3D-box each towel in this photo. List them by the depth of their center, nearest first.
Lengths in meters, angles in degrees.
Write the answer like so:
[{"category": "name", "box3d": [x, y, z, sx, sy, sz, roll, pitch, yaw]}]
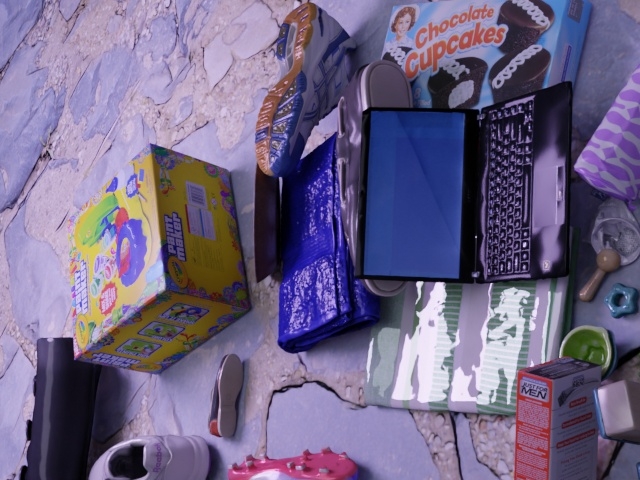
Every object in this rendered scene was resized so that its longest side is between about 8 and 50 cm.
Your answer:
[{"category": "towel", "box3d": [0.187, 0.102, 1.342, 0.325, 0.038, 0.248, -5, 74, 47]}, {"category": "towel", "box3d": [0.000, 0.000, 1.532, 0.227, 0.076, 0.308, -28, 55, 49]}]

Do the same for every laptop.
[{"category": "laptop", "box3d": [0.172, -0.068, 1.265, 0.264, 0.136, 0.234, -9, 76, 60]}]

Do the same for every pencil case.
[{"category": "pencil case", "box3d": [0.375, -0.138, 1.173, 0.088, 0.086, 0.206, 33, 98, 19]}]

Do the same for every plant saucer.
[{"category": "plant saucer", "box3d": [-0.083, -0.031, 1.622, 0.198, 0.036, 0.199, 0, -90, -90]}]

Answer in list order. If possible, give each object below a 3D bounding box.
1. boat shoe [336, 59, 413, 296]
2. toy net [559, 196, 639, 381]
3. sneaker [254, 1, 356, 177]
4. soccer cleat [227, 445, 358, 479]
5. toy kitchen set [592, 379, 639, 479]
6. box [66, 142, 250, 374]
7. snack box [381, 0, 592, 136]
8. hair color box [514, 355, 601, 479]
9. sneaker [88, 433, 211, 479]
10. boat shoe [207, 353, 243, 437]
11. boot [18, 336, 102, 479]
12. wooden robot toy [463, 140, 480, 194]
[{"category": "boat shoe", "box3d": [0.078, -0.083, 1.426, 0.095, 0.112, 0.335, -22, 65, 61]}, {"category": "toy net", "box3d": [0.343, 0.052, 1.180, 0.122, 0.045, 0.232, -11, 68, 46]}, {"category": "sneaker", "box3d": [-0.010, -0.223, 1.595, 0.112, 0.131, 0.296, -8, 62, 50]}, {"category": "soccer cleat", "box3d": [-0.036, 0.357, 1.480, 0.248, 0.083, 0.095, -12, 97, 40]}, {"category": "toy kitchen set", "box3d": [0.304, 0.275, 1.083, 0.166, 0.122, 0.207, -27, 57, 39]}, {"category": "box", "box3d": [-0.292, 0.040, 1.790, 0.279, 0.177, 0.290, -36, 52, 35]}, {"category": "snack box", "box3d": [0.210, -0.241, 1.421, 0.322, 0.060, 0.187, 8, 83, 49]}, {"category": "hair color box", "box3d": [0.263, 0.221, 1.135, 0.053, 0.093, 0.167, 12, 104, 48]}, {"category": "sneaker", "box3d": [-0.322, 0.374, 1.722, 0.305, 0.152, 0.114, -24, 61, 42]}, {"category": "boat shoe", "box3d": [-0.158, 0.252, 1.665, 0.043, 0.049, 0.137, -4, 78, 49]}, {"category": "boot", "box3d": [-0.467, 0.385, 1.789, 0.367, 0.146, 0.445, 129, 149, -73]}, {"category": "wooden robot toy", "box3d": [0.194, -0.092, 1.393, 0.173, 0.079, 0.076, 39, 73, 24]}]
